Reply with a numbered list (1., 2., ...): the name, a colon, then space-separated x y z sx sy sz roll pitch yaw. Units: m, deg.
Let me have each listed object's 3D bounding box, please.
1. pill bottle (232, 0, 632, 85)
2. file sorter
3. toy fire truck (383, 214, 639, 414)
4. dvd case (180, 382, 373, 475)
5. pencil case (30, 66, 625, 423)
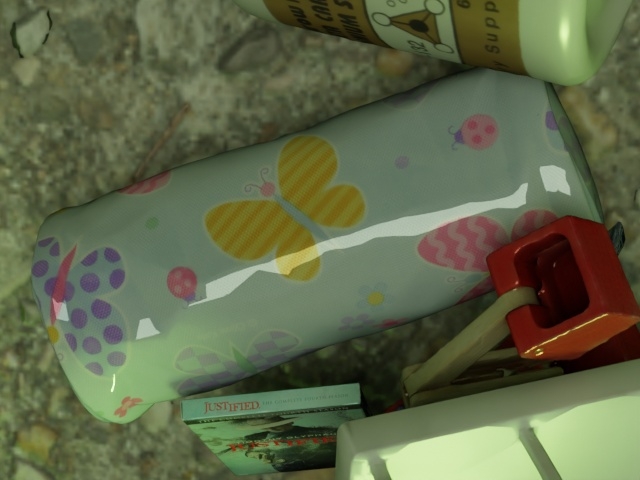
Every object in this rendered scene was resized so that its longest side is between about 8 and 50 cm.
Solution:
1. pill bottle: 0.019 -0.152 0.538 0.229 0.131 0.131 16 106 21
2. file sorter: 0.161 0.174 0.531 0.277 0.173 0.193 -10 131 -15
3. toy fire truck: 0.084 0.064 0.583 0.192 0.135 0.047 -37 57 34
4. dvd case: -0.015 0.098 0.640 0.087 0.119 0.013 -6 65 6
5. pencil case: 0.000 0.000 0.608 0.273 0.124 0.113 -18 73 8
